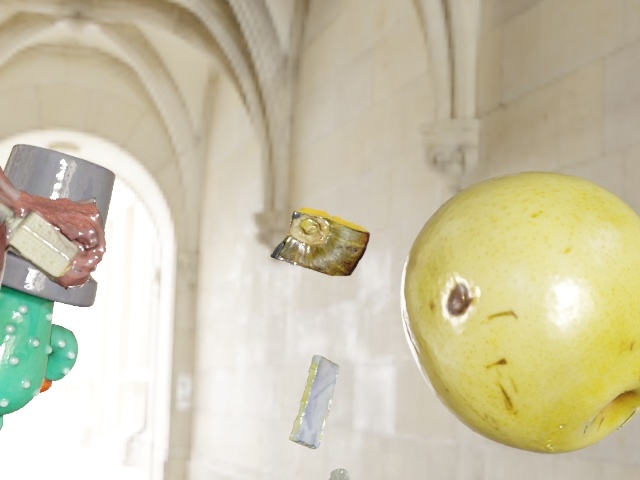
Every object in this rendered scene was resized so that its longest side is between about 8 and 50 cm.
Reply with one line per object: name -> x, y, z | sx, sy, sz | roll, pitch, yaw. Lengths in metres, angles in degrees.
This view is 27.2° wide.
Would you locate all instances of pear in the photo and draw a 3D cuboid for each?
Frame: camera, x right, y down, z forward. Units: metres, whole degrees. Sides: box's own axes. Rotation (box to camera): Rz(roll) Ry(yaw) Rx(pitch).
pear -> 0.270, 0.088, 1.631 | 0.348, 0.348, 0.348 | 2, -7, 0

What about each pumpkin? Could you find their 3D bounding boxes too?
pumpkin -> 0.001, 0.001, 1.528 | 0.101, 0.073, 0.035 | 19, 25, -4

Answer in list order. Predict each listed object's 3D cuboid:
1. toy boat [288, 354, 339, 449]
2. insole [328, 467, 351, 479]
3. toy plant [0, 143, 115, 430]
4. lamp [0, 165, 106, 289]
toy boat -> -0.007, 0.208, 1.703 | 0.016, 0.115, 0.063 | 8, -15, 31
insole -> 0.029, 0.394, 1.723 | 0.010, 0.192, 0.063 | 7, -10, -39
toy plant -> -0.399, 0.080, 1.797 | 0.185, 0.400, 0.279 | 16, -5, 11
lamp -> -0.314, 0.012, 1.105 | 0.215, 0.223, 0.151 | 40, 1, -11
